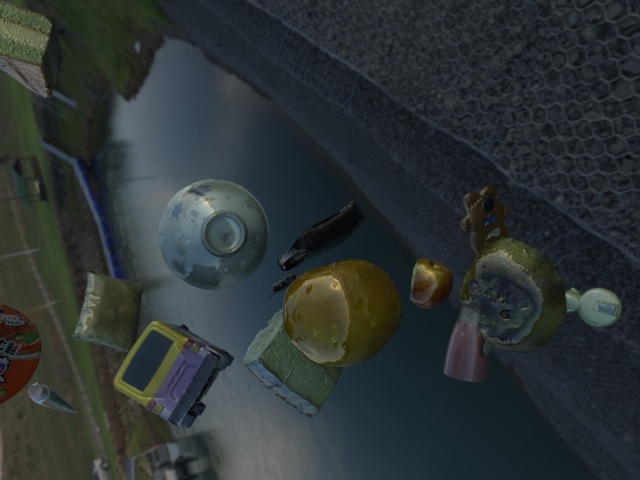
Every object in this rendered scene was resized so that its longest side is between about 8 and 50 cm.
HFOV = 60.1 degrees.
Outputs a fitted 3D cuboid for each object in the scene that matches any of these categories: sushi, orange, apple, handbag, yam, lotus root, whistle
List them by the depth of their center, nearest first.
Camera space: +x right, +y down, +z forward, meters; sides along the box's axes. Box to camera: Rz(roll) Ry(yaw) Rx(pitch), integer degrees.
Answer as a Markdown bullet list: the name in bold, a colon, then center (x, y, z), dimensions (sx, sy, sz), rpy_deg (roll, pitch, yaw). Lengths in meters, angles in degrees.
- **lotus root**: center (0.310, 0.105, 0.941), dimensions (0.183, 0.078, 0.203), rpy_deg (36, 127, 33)
- **orange**: center (0.048, 0.167, 1.278), dimensions (0.279, 0.279, 0.235), rpy_deg (-16, 87, 64)
- **whistle**: center (0.681, 0.162, 1.451), dimensions (0.198, 0.057, 0.104), rpy_deg (16, 81, 19)
- **yam**: center (-0.071, 0.349, 1.562), dimensions (0.271, 0.202, 0.201), rpy_deg (44, 163, -11)
- **handbag**: center (0.000, 0.000, 1.573), dimensions (0.080, 0.223, 0.247), rpy_deg (54, 154, 4)
- **sushi**: center (-0.117, 0.135, 1.689), dimensions (0.026, 0.120, 0.126), rpy_deg (59, 171, 6)
- **apple**: center (0.396, 0.162, 2.021), dimensions (0.160, 0.195, 0.173), rpy_deg (29, 109, 7)

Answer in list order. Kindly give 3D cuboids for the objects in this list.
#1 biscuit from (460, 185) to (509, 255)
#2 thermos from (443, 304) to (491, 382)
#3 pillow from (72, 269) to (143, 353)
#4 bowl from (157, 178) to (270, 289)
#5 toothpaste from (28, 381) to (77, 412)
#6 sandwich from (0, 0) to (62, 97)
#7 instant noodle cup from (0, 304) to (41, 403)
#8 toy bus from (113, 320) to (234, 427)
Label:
- **biscuit**: center (0.528, -0.052, 1.753), dimensions (0.039, 0.180, 0.236), rpy_deg (19, 129, 67)
- **thermos**: center (0.521, 0.341, 1.894), dimensions (0.176, 0.146, 0.265), rpy_deg (-165, 84, -65)
- **pillow**: center (-0.645, 0.213, 1.703), dimensions (0.075, 0.185, 0.302), rpy_deg (-54, 29, 26)
- **bowl**: center (-0.272, -0.018, 1.487), dimensions (0.146, 0.313, 0.313), rpy_deg (178, 79, -71)
- **toothpaste**: center (-0.802, 0.480, 1.658), dimensions (0.314, 0.056, 0.058), rpy_deg (108, 140, -64)
- **sandwich**: center (-0.641, -0.400, 1.175), dimensions (0.187, 0.144, 0.117), rpy_deg (154, 128, -68)
- **instant noodle cup**: center (-0.845, 0.260, 1.336), dimensions (0.192, 0.250, 0.250), rpy_deg (10, 114, 36)
- **toy bus**: center (-0.409, 0.365, 1.587), dimensions (0.249, 0.209, 0.440), rpy_deg (30, 169, 0)
